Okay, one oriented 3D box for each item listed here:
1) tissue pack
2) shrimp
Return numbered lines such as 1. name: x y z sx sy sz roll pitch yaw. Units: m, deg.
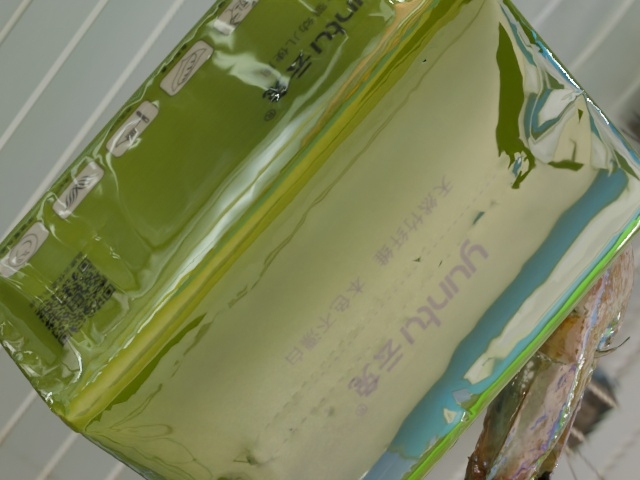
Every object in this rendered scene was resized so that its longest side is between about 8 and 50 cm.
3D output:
1. tissue pack: 0.000 0.000 0.913 0.275 0.167 0.200 -48 -50 0
2. shrimp: 0.143 0.093 1.137 0.051 0.115 0.217 29 -80 33
